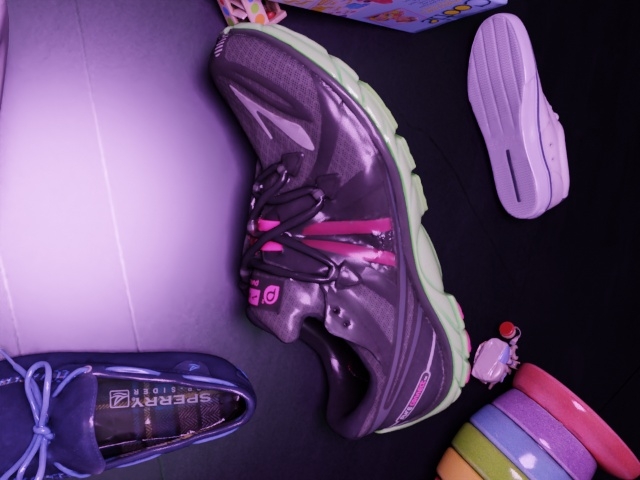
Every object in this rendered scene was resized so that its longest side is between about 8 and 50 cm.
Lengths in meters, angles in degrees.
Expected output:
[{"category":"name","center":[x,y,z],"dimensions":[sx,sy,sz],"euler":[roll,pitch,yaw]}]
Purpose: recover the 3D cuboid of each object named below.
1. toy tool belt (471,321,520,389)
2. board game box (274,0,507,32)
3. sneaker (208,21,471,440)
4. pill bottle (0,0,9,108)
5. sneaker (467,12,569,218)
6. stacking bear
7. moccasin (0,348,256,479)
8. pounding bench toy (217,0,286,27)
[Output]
[{"category":"toy tool belt","center":[0.230,0.149,0.940],"dimensions":[0.083,0.052,0.051],"euler":[-58,139,-9]},{"category":"board game box","center":[0.059,-0.326,0.775],"dimensions":[0.275,0.144,0.142],"euler":[-3,90,-42]},{"category":"sneaker","center":[0.000,0.000,0.772],"dimensions":[0.202,0.185,0.483],"euler":[-29,99,-23]},{"category":"pill bottle","center":[-0.471,-0.132,0.560],"dimensions":[0.407,0.229,0.229],"euler":[9,86,-21]},{"category":"sneaker","center":[0.257,-0.159,0.936],"dimensions":[0.091,0.094,0.258],"euler":[-17,101,-39]},{"category":"stacking bear","center":[0.205,0.302,0.868],"dimensions":[0.289,0.175,0.164],"euler":[-46,132,-4]},{"category":"moccasin","center":[-0.229,0.161,0.713],"dimensions":[0.341,0.117,0.138],"euler":[-10,93,-21]},{"category":"pounding bench toy","center":[-0.088,-0.265,0.811],"dimensions":[0.052,0.083,0.065],"euler":[-42,136,-18]}]
